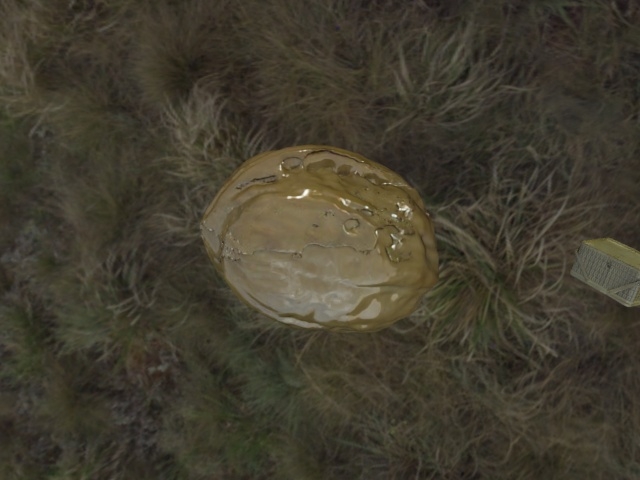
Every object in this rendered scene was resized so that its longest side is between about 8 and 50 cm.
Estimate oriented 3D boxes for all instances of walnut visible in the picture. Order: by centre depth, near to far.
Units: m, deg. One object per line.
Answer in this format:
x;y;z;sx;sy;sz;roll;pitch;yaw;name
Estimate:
0.000;0.000;0.659;0.198;0.245;0.198;-170;90;-72;walnut

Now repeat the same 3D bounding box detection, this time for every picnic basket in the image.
0.612;0.062;1.337;0.164;0.115;0.079;38;125;48;picnic basket
